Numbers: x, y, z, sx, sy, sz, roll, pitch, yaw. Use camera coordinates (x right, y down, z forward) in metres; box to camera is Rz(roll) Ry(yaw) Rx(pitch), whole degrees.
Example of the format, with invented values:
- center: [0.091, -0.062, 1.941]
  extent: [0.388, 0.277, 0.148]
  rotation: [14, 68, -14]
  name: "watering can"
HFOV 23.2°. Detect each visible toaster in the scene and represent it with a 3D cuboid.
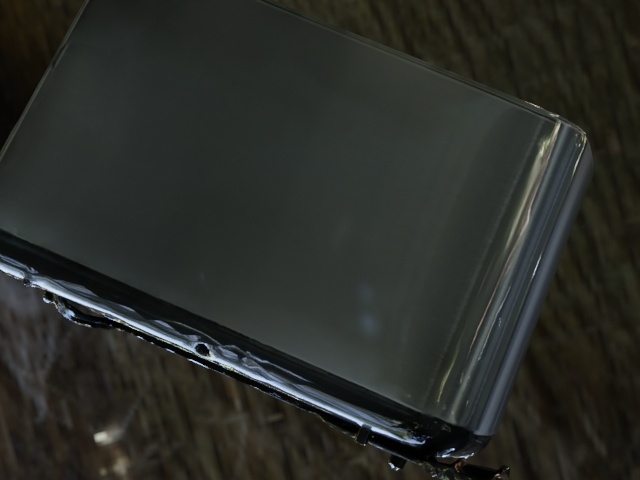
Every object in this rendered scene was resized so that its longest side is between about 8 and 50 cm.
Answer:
- center: [0.000, 0.000, 0.508]
  extent: [0.185, 0.110, 0.168]
  rotation: [23, 178, 10]
  name: "toaster"
